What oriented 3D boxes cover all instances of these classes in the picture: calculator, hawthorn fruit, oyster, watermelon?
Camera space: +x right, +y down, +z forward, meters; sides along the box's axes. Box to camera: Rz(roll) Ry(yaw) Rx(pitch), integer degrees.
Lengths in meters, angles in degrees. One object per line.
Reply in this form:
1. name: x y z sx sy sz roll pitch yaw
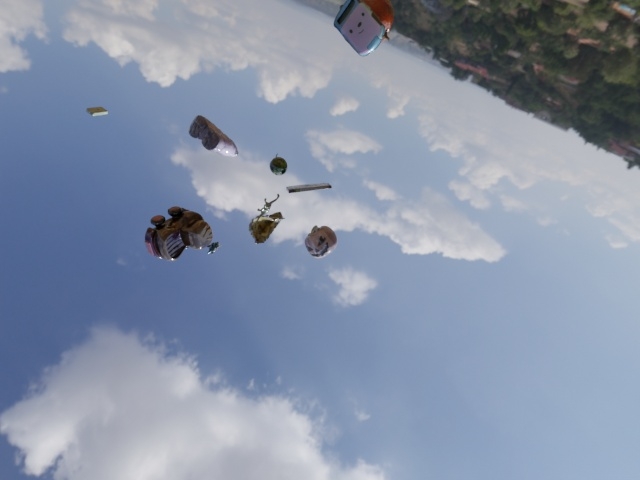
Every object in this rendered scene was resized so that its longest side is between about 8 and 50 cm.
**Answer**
1. calculator: 0.173 -0.971 1.907 0.051 0.173 0.293 -10 -120 -51
2. hawthorn fruit: 0.246 -1.117 2.138 0.299 0.275 0.275 45 -152 5
3. oyster: -0.354 -0.114 2.809 0.133 0.198 0.337 28 -142 25
4. watermelon: -0.225 -0.398 2.251 0.108 0.109 0.109 19 -154 -10

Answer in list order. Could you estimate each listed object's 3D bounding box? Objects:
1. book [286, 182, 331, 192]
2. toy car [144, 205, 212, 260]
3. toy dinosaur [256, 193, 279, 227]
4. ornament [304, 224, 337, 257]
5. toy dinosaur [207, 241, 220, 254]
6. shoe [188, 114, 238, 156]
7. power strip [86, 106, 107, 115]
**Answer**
1. book: -0.067 -0.288 2.279 0.231 0.026 0.157 -7 -166 -9
2. toy car: -0.766 -0.021 2.331 0.240 0.272 0.340 22 -136 28
3. toy dinosaur: -0.248 -0.141 1.872 0.058 0.180 0.037 38 -175 -42
4. ornament: -0.001 0.000 2.249 0.177 0.178 0.178 19 -154 -10
5. toy dinosaur: -0.559 0.039 2.203 0.083 0.047 0.030 -37 -156 -32
6. shoe: -0.428 -0.412 1.694 0.245 0.095 0.137 43 -168 35
7. power strip: -0.945 -0.547 1.790 0.040 0.016 0.090 36 -152 3
